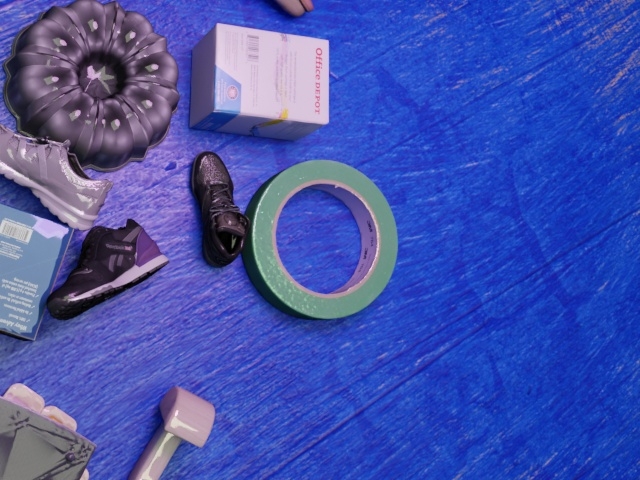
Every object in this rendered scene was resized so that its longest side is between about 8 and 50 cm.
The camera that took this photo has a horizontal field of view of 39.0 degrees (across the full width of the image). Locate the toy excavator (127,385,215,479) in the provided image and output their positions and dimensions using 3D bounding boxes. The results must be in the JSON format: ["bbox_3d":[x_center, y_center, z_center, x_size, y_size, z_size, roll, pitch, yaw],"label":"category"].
[{"bbox_3d":[-0.347,0.517,1.547,0.222,0.445,0.433,31,114,-19],"label":"toy excavator"}]

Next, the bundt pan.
[{"bbox_3d":[-0.407,-0.295,1.655,0.331,0.124,0.330,3,83,-23],"label":"bundt pan"}]

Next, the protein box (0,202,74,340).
[{"bbox_3d":[-0.557,0.047,1.538,0.200,0.136,0.201,21,76,-21],"label":"protein box"}]

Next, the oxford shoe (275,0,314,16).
[{"bbox_3d":[-0.186,-0.566,1.806,0.397,0.140,0.146,38,101,-21],"label":"oxford shoe"}]

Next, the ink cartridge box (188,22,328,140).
[{"bbox_3d":[-0.119,-0.301,1.758,0.233,0.168,0.171,4,82,-24],"label":"ink cartridge box"}]

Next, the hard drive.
[{"bbox_3d":[-0.527,0.361,1.510,0.255,0.054,0.172,30,72,-18],"label":"hard drive"}]

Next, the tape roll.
[{"bbox_3d":[0.000,0.000,1.828,0.321,0.077,0.321,3,82,-24],"label":"tape roll"}]

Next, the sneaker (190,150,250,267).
[{"bbox_3d":[-0.187,-0.068,1.724,0.087,0.130,0.227,-3,83,-26],"label":"sneaker"}]

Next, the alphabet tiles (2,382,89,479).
[{"bbox_3d":[-0.558,0.398,1.559,0.278,0.021,0.284,39,70,-16],"label":"alphabet tiles"}]

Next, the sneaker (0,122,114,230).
[{"bbox_3d":[-0.487,-0.143,1.584,0.281,0.105,0.115,39,96,-8],"label":"sneaker"}]

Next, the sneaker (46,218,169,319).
[{"bbox_3d":[-0.397,0.044,1.591,0.124,0.107,0.283,57,30,0],"label":"sneaker"}]
